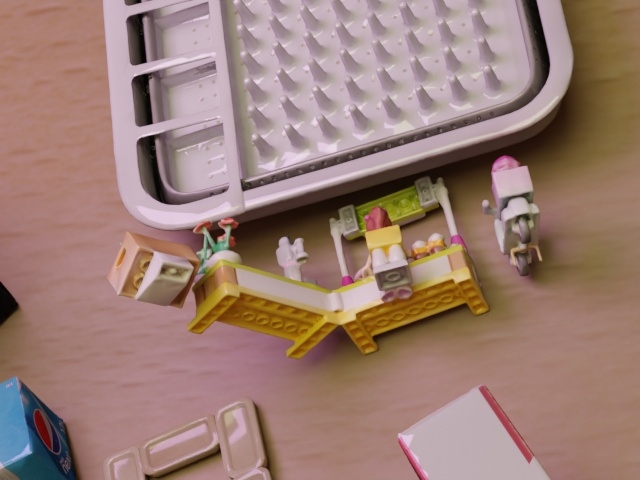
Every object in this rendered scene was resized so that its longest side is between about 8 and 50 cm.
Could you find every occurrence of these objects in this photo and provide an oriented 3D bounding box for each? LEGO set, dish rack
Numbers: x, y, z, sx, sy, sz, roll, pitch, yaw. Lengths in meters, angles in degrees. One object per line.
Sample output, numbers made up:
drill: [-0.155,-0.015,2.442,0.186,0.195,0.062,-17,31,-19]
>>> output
LEGO set: [0.000,0.000,1.146,0.287,0.132,0.107,-7,54,-7]
dish rack: [0.010,-0.148,1.250,0.332,0.072,0.286,-16,59,13]

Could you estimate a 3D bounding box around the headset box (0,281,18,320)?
headset box: [-0.402,0.056,1.203,0.283,0.246,0.131,-43,57,-5]

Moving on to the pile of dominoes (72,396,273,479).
pile of dominoes: [-0.103,0.247,1.131,0.196,0.040,0.251,-23,51,10]

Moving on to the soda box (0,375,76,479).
soda box: [-0.278,0.181,1.193,0.210,0.067,0.071,-28,48,7]

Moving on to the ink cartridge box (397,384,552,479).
ink cartridge box: [0.111,0.168,1.008,0.063,0.150,0.109,-33,58,-2]
